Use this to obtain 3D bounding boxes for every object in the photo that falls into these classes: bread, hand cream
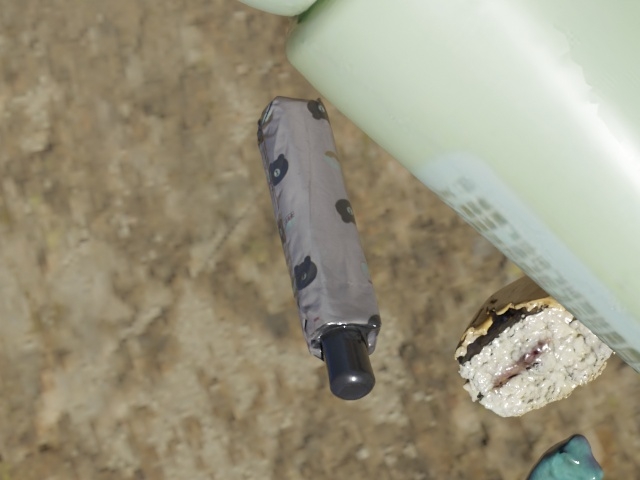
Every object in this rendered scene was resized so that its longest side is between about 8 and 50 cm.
[{"bbox_3d":[0.163,0.065,1.188,0.082,0.106,0.125,43,126,-11],"label":"bread"},{"bbox_3d":[0.091,-0.008,0.391,0.306,0.147,0.093,45,118,-11],"label":"hand cream"}]

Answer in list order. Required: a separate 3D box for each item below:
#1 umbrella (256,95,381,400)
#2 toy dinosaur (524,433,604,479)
[{"bbox_3d":[0.000,0.000,1.481,0.067,0.073,0.337,95,165,-51],"label":"umbrella"},{"bbox_3d":[0.055,0.258,1.475,0.383,0.129,0.330,24,110,31],"label":"toy dinosaur"}]
